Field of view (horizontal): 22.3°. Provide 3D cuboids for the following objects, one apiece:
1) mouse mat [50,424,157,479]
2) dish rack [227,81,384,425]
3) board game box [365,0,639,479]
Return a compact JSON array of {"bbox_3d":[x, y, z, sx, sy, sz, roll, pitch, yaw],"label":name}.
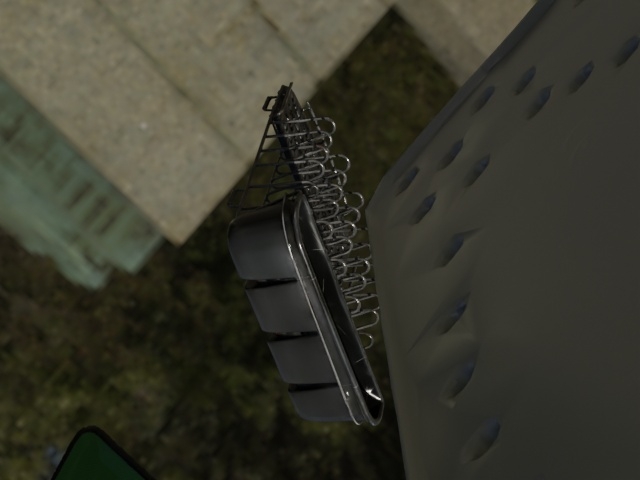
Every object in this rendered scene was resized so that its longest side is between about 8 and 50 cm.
[{"bbox_3d":[-0.104,0.204,0.848,0.190,0.152,0.007,34,-172,37],"label":"mouse mat"},{"bbox_3d":[0.000,0.000,1.328,0.074,0.271,0.208,-10,122,16],"label":"dish rack"},{"bbox_3d":[0.165,-0.075,0.397,0.050,0.390,0.390,38,-165,-14],"label":"board game box"}]
